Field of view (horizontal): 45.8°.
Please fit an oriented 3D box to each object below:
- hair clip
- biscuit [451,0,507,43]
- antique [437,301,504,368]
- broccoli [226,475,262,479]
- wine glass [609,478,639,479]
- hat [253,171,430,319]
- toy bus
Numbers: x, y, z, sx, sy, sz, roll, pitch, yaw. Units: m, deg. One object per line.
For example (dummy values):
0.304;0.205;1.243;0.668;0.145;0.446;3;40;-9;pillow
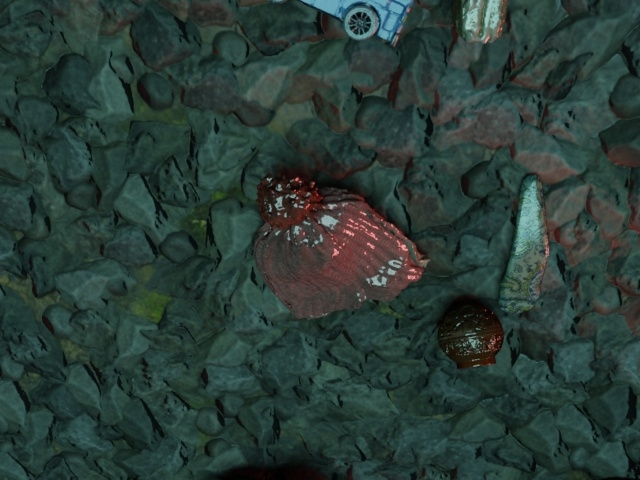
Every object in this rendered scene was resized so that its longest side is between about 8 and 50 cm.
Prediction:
0.300;0.014;1.106;0.066;0.036;0.229;0;115;-1;hair clip
0.201;-0.361;0.904;0.062;0.108;0.238;3;115;2;biscuit
0.225;0.141;1.140;0.104;0.104;0.104;2;115;5;antique
-0.092;0.560;1.269;0.304;0.283;0.321;-26;91;27;broccoli
0.480;0.511;1.165;0.144;0.321;0.143;3;109;10;wine glass
0.000;0.000;1.090;0.237;0.107;0.286;-26;133;16;hat
0.008;-0.343;0.931;0.234;0.116;0.133;23;114;-7;toy bus
